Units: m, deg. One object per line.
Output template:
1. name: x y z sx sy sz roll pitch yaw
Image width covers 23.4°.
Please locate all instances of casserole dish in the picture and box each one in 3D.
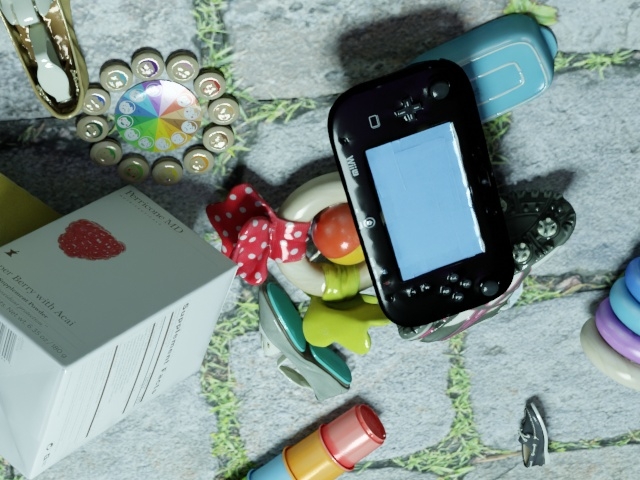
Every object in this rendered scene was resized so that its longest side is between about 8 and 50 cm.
1. casserole dish: 0.181 -0.181 1.741 0.188 0.037 0.114 -23 129 11

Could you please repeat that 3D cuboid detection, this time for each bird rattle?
1. bird rattle: 0.000 0.000 1.837 0.207 0.143 0.253 -41 112 9

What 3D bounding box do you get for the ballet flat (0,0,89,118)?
1. ballet flat: -0.291 -0.226 1.599 0.080 0.073 0.232 -17 130 4

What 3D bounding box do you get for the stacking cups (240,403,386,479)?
1. stacking cups: -0.051 0.333 2.091 0.316 0.096 0.096 -37 126 20

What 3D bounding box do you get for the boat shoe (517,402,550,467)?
1. boat shoe: 0.292 0.272 2.133 0.038 0.046 0.125 -17 139 -1

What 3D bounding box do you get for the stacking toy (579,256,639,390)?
1. stacking toy: 0.451 0.024 1.912 0.141 0.141 0.330 13 119 -19

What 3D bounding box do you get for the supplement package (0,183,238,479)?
1. supplement package: -0.263 0.092 1.705 0.177 0.293 0.175 36 127 18

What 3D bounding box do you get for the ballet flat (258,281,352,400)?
1. ballet flat: -0.037 0.136 1.947 0.068 0.072 0.213 -26 129 18

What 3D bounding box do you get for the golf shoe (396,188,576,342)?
1. golf shoe: 0.206 0.033 1.900 0.273 0.105 0.120 -34 147 21

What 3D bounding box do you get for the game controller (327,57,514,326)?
1. game controller: 0.115 -0.048 1.736 0.166 0.067 0.319 -24 120 -10

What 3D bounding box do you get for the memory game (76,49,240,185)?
1. memory game: -0.182 -0.135 1.734 0.186 0.012 0.186 -5 130 -6

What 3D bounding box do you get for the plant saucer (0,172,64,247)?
1. plant saucer: -0.478 0.027 1.678 0.333 0.081 0.333 -22 159 9
